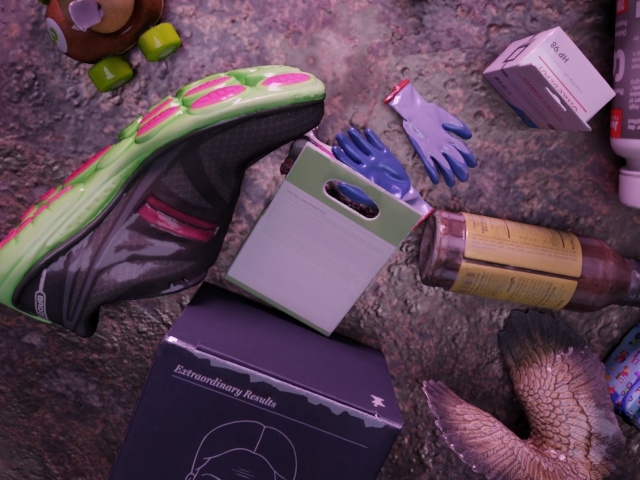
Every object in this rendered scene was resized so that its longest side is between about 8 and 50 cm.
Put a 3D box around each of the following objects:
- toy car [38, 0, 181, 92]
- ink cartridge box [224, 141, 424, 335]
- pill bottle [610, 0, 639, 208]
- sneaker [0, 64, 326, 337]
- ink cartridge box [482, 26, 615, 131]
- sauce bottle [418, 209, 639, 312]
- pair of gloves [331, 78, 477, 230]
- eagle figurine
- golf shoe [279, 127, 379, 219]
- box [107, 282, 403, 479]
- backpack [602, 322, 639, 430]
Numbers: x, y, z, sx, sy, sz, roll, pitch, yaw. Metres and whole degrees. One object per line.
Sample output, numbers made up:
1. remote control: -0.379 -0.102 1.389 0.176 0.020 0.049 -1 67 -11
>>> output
1. toy car: -0.268 -0.270 0.640 0.149 0.188 0.155 -30 101 6
2. ink cartridge box: 0.000 0.000 0.738 0.171 0.056 0.235 31 118 -7
3. pill bottle: 0.441 -0.183 0.680 0.161 0.161 0.283 -3 103 0
4. sneaker: -0.188 -0.050 0.722 0.483 0.185 0.202 -34 119 10
5. ink cartridge box: 0.271 -0.187 0.667 0.060 0.180 0.104 -44 100 9
6. sauce bottle: 0.309 0.040 0.756 0.345 0.111 0.111 12 102 -3
7. pair of gloves: 0.109 -0.108 0.730 0.198 0.023 0.159 -44 93 -19
8. eagle figurine: 0.295 0.282 0.775 0.225 0.226 0.298 -16 109 24
9. golf shoe: 0.044 -0.082 0.747 0.186 0.067 0.086 30 80 -15
10. box: -0.113 0.307 0.762 0.294 0.212 0.395 23 102 -5
11. backpack: 0.483 0.207 0.763 0.117 0.173 0.158 36 101 -8
